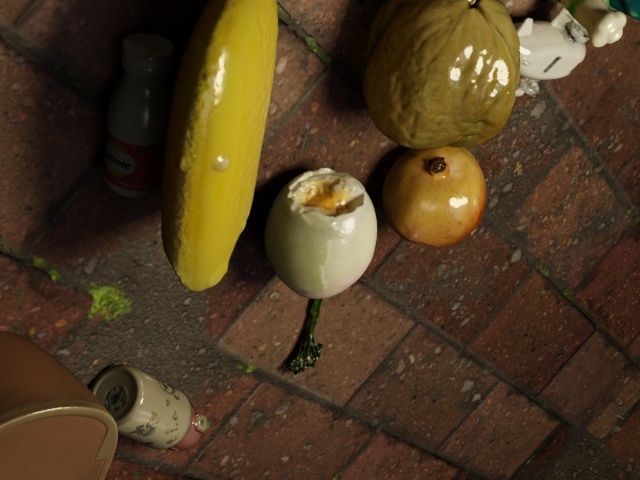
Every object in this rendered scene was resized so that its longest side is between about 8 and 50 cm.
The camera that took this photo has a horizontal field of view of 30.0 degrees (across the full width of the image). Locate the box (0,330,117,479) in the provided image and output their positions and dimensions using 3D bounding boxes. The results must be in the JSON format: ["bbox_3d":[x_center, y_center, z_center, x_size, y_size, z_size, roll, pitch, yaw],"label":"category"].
[{"bbox_3d":[-0.466,0.282,1.705,0.301,0.216,0.301,-28,143,-23],"label":"box"}]

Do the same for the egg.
[{"bbox_3d":[0.000,0.000,1.942,0.183,0.183,0.217,-27,144,-26],"label":"egg"}]

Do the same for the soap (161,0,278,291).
[{"bbox_3d":[-0.135,-0.164,1.604,0.306,0.115,0.427,-61,166,-54],"label":"soap"}]

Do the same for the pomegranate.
[{"bbox_3d":[0.197,-0.085,2.071,0.191,0.191,0.191,-28,141,-25],"label":"pomegranate"}]

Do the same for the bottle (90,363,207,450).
[{"bbox_3d":[-0.279,0.290,1.998,0.110,0.110,0.233,-47,145,1],"label":"bottle"}]

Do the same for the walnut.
[{"bbox_3d":[0.186,-0.265,1.813,0.227,0.283,0.283,-45,150,-35],"label":"walnut"}]

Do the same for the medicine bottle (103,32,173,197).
[{"bbox_3d":[-0.241,-0.167,1.601,0.090,0.090,0.217,-18,135,-35],"label":"medicine bottle"}]

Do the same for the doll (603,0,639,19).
[{"bbox_3d":[0.571,-0.506,2.038,0.198,0.186,0.322,-40,148,-9],"label":"doll"}]

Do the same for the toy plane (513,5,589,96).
[{"bbox_3d":[0.368,-0.338,2.057,0.244,0.117,0.245,-26,156,-13],"label":"toy plane"}]

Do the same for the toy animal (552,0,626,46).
[{"bbox_3d":[0.315,-0.427,1.717,0.181,0.363,0.180,-50,131,-1],"label":"toy animal"}]

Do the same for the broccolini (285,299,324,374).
[{"bbox_3d":[-0.004,0.150,2.200,0.071,0.057,0.254,-73,-177,-55],"label":"broccolini"}]
